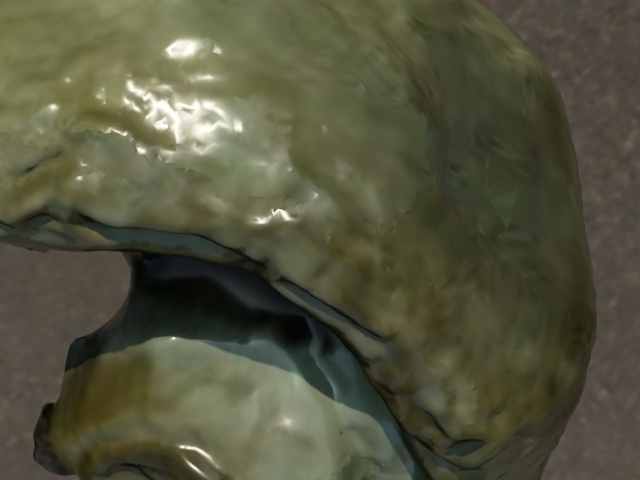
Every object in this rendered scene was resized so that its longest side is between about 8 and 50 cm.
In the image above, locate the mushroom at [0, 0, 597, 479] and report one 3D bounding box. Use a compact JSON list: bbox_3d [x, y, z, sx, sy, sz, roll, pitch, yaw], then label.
[{"bbox_3d":[0.005,-0.003,0.573,0.164,0.189,0.267,-18,122,42],"label":"mushroom"}]
